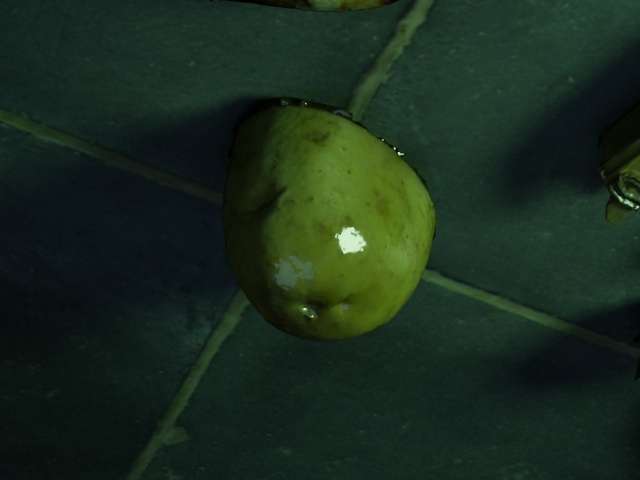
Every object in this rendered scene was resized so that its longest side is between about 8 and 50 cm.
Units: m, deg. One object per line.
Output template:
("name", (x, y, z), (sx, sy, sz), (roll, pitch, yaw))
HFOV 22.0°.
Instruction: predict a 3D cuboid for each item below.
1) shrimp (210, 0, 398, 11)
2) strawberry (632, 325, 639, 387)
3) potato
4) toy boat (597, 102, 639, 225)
("shrimp", (-0.048, -0.338, 1.628), (0.364, 0.071, 0.233), (8, 124, -2))
("strawberry", (0.453, 0.129, 1.983), (0.148, 0.131, 0.131), (5, 136, -23))
("potato", (0.000, 0.000, 1.839), (0.242, 0.243, 0.285), (-16, 133, 18))
("toy boat", (0.414, -0.125, 1.767), (0.115, 0.089, 0.310), (37, 126, -16))
